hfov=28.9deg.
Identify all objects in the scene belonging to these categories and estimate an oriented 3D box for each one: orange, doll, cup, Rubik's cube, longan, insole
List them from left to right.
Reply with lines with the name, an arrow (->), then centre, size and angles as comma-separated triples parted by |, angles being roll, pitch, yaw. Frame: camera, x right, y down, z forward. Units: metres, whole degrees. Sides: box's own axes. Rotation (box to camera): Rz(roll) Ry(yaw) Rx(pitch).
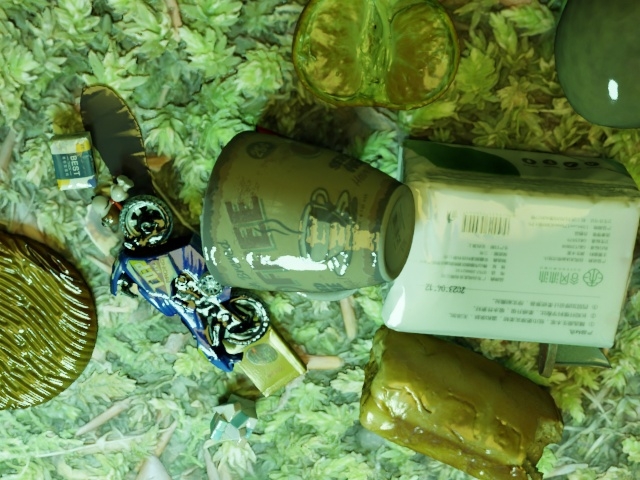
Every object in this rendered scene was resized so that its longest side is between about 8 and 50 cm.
doll -> -0.315, -0.060, 1.916 | 0.085, 0.040, 0.058 | -33, 96, 22
insole -> -0.304, -0.131, 1.908 | 0.080, 0.003, 0.232 | -17, 112, 6
Rubik's cube -> -0.148, 0.296, 2.048 | 0.073, 0.084, 0.075 | 22, 94, -15
cup -> 0.000, 0.000, 1.771 | 0.257, 0.227, 0.301 | 13, 148, 22
orange -> 0.079, -0.280, 1.775 | 0.237, 0.158, 0.179 | 3, 106, 0
longan -> 0.476, -0.306, 1.713 | 0.350, 0.288, 0.288 | -41, 108, 21

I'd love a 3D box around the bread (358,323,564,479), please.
bread -> 0.227, 0.261, 1.987 | 0.344, 0.195, 0.149 | 24, 130, -11

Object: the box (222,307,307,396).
box -> -0.100, 0.177, 2.031 | 0.087, 0.023, 0.155 | -35, 109, 9

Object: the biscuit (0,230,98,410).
biscuit -> -0.516, 0.133, 1.991 | 0.318, 0.040, 0.318 | 0, 112, -1

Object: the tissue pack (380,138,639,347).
tissue pack -> 0.277, 0.006, 1.880 | 0.356, 0.194, 0.266 | 5, 112, -2

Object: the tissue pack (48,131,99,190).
tissue pack -> -0.375, -0.121, 1.889 | 0.062, 0.042, 0.083 | -4, 113, 4

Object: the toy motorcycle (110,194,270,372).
toy motorcycle -> -0.219, 0.074, 1.939 | 0.169, 0.113, 0.315 | -39, 106, 16

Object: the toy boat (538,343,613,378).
toy boat -> 0.424, 0.185, 2.051 | 0.122, 0.034, 0.096 | 1, 112, -12

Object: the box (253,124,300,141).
box -> -0.039, -0.093, 1.907 | 0.175, 0.048, 0.112 | 19, 110, -9
